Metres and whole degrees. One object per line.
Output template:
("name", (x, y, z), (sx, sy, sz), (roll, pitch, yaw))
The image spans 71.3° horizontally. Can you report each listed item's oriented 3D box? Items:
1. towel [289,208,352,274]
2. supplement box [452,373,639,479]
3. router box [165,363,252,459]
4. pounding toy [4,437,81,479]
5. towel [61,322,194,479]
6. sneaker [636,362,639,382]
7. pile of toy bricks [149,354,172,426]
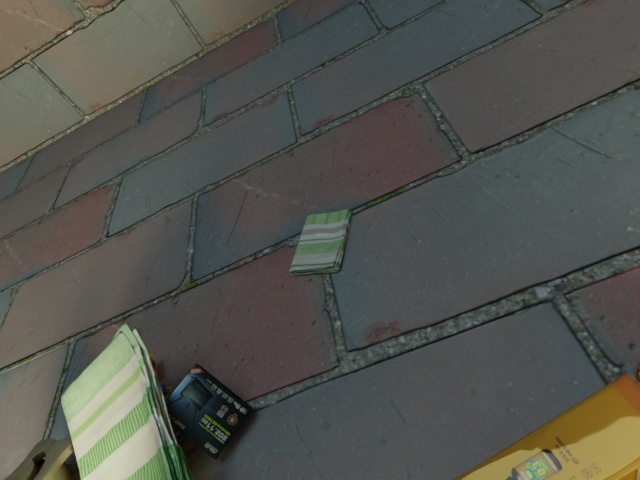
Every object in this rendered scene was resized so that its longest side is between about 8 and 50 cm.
("towel", (0.000, 0.000, 0.904), (0.113, 0.023, 0.152), (-6, 50, 27))
("supplement box", (0.265, 0.247, 0.483), (0.233, 0.080, 0.078), (-32, 42, 2))
("router box", (-0.185, 0.273, 0.718), (0.122, 0.038, 0.092), (38, 74, 0))
("pounding toy", (-0.479, 0.468, 0.712), (0.154, 0.155, 0.269), (-20, 16, 9))
("towel", (-0.311, 0.328, 0.691), (0.248, 0.038, 0.325), (-44, 60, 20))
("sneaker", (0.414, 0.186, 0.464), (0.064, 0.067, 0.175), (-63, 24, 19))
("pile of toy bricks", (-0.324, 0.268, 0.783), (0.117, 0.105, 0.212), (-10, 37, -25))
